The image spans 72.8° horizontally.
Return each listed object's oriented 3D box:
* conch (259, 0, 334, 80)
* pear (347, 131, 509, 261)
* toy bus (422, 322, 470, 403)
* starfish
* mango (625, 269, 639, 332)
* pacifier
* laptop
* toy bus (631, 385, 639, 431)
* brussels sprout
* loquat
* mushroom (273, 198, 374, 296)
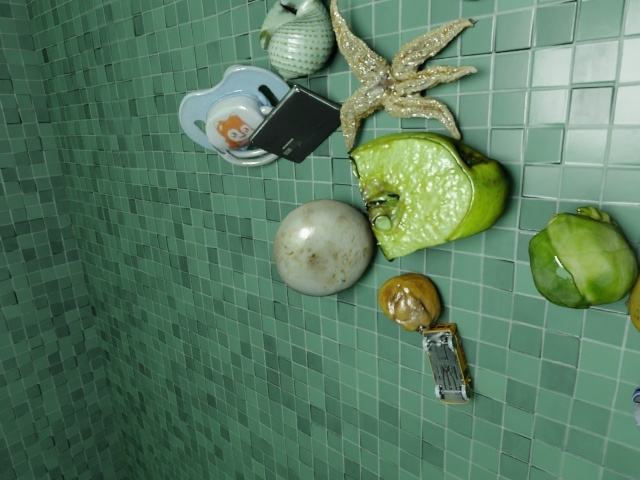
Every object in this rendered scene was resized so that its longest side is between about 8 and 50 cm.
[{"bbox_3d":[-0.035,-0.443,0.937,0.200,0.131,0.172,-51,41,10],"label":"conch"},{"bbox_3d":[0.208,-0.111,0.815,0.255,0.163,0.239,-22,86,40],"label":"pear"},{"bbox_3d":[0.277,0.264,0.936,0.069,0.074,0.162,-13,93,35],"label":"toy bus"},{"bbox_3d":[0.163,-0.325,0.835,0.293,0.084,0.302,9,113,34],"label":"starfish"},{"bbox_3d":[0.557,0.059,0.597,0.156,0.114,0.251,50,131,21],"label":"mango"},{"bbox_3d":[-0.199,-0.344,1.096,0.299,0.244,0.233,-18,60,22],"label":"pacifier"},{"bbox_3d":[-0.055,-0.261,1.006,0.207,0.153,0.026,-35,52,42],"label":"laptop"},{"bbox_3d":[0.592,0.334,0.648,0.125,0.133,0.293,-23,91,48],"label":"toy bus"},{"bbox_3d":[0.403,0.033,0.673,0.131,0.183,0.146,-44,54,45],"label":"brussels sprout"},{"bbox_3d":[0.193,0.135,0.931,0.137,0.137,0.113,48,125,18],"label":"loquat"},{"bbox_3d":[0.000,0.000,1.024,0.243,0.243,0.244,15,113,37],"label":"mushroom"}]
